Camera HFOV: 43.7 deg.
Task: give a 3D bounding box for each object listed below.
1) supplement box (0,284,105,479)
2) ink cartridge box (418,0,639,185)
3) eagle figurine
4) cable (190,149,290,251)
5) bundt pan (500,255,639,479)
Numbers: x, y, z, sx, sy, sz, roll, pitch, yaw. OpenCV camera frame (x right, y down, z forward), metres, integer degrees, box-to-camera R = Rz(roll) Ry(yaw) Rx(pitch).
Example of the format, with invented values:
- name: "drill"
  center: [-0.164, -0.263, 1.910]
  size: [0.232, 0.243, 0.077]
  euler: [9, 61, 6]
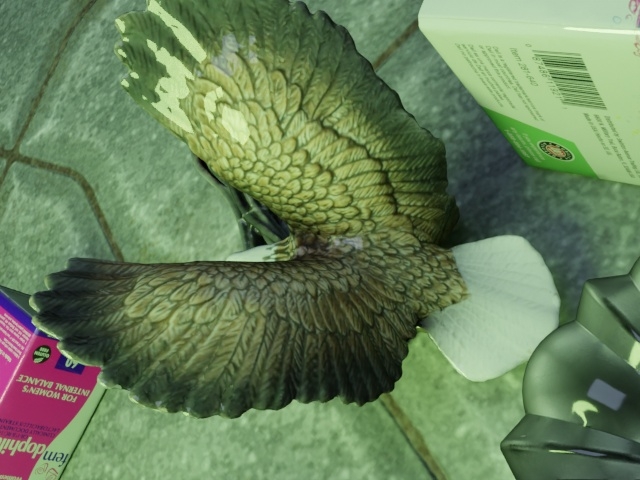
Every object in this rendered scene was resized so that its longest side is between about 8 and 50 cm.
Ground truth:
- name: "supplement box"
  center: [-0.314, 0.173, 0.802]
  size: [0.114, 0.111, 0.220]
  euler: [26, 88, 39]
- name: "ink cartridge box"
  center: [0.231, -0.112, 0.469]
  size: [0.278, 0.201, 0.117]
  euler: [17, 79, 39]
- name: "eagle figurine"
  center: [-0.009, 0.005, 0.531]
  size: [0.225, 0.298, 0.226]
  euler: [-39, 53, 15]
- name: "cable"
  center: [-0.077, -0.046, 0.751]
  size: [0.139, 0.072, 0.287]
  euler: [-24, 58, 32]
- name: "bundt pan"
  center: [0.239, 0.128, 0.414]
  size: [0.331, 0.124, 0.331]
  euler: [-15, 63, 31]
